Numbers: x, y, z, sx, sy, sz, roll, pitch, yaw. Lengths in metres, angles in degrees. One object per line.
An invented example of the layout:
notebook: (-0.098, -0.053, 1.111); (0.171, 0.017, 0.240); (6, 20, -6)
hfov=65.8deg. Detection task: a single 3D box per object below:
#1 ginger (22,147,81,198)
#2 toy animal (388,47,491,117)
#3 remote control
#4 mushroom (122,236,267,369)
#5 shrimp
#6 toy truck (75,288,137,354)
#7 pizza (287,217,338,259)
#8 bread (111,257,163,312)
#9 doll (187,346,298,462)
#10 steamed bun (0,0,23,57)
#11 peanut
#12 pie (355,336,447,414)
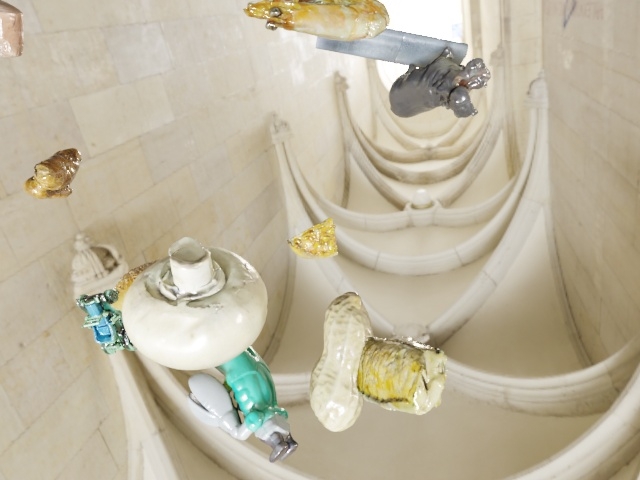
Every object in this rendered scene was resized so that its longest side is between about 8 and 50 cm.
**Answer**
ginger: (-0.554, -0.130, 1.040); (0.103, 0.073, 0.162); (-44, -162, 20)
toy animal: (0.280, -0.365, 1.158); (0.168, 0.106, 0.343); (-50, -157, -3)
remote control: (0.179, -0.498, 1.267); (0.377, 0.044, 0.107); (8, 165, -4)
mushroom: (-0.214, 0.097, 0.846); (0.246, 0.202, 0.246); (-1, -142, 1)
shrimp: (-0.005, -0.435, 0.930); (0.294, 0.062, 0.154); (-9, -121, -26)
toy truck: (-0.445, 0.179, 1.028); (0.080, 0.154, 0.078); (-12, -155, 10)
pizza: (0.000, 0.000, 1.298); (0.131, 0.178, 0.041); (-46, -129, 13)
bread: (-0.472, 0.151, 1.344); (0.192, 0.171, 0.314); (-16, 176, -32)
doll: (-0.161, 0.319, 0.983); (0.153, 0.195, 0.258); (-44, -148, 8)
steamed bun: (-0.885, -0.574, 1.337); (0.175, 0.145, 0.106); (25, -157, 19)
peanut: (0.046, 0.260, 1.090); (0.136, 0.298, 0.120); (0, 164, 45)
pie: (0.125, 0.231, 0.877); (0.068, 0.129, 0.282); (16, 167, -13)
